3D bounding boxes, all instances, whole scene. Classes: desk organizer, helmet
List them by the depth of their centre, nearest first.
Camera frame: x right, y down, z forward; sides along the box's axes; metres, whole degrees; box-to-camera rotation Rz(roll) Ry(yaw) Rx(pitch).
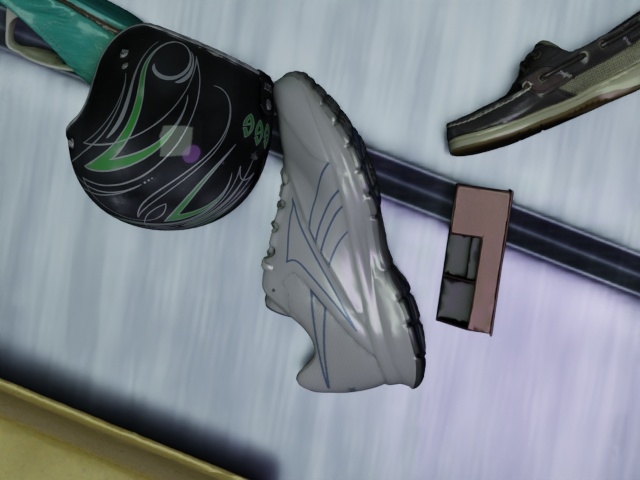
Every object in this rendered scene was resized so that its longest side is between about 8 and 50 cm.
[{"bbox_3d":[-0.128,-0.086,1.346,0.169,0.169,0.161,23,88,-1],"label":"helmet"},{"bbox_3d":[0.136,0.015,1.408,0.050,0.047,0.130,8,94,3],"label":"desk organizer"}]

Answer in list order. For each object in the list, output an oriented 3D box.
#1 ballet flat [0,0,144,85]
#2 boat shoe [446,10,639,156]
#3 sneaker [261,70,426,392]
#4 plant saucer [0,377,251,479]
[{"bbox_3d":[-0.270,-0.215,1.384,0.247,0.083,0.087,35,108,0],"label":"ballet flat"},{"bbox_3d":[0.206,-0.140,1.382,0.223,0.080,0.073,-22,88,-3],"label":"boat shoe"},{"bbox_3d":[0.000,0.000,1.383,0.129,0.111,0.297,-15,93,8],"label":"sneaker"},{"bbox_3d":[-0.247,0.307,1.421,0.333,0.081,0.333,23,94,-1],"label":"plant saucer"}]
